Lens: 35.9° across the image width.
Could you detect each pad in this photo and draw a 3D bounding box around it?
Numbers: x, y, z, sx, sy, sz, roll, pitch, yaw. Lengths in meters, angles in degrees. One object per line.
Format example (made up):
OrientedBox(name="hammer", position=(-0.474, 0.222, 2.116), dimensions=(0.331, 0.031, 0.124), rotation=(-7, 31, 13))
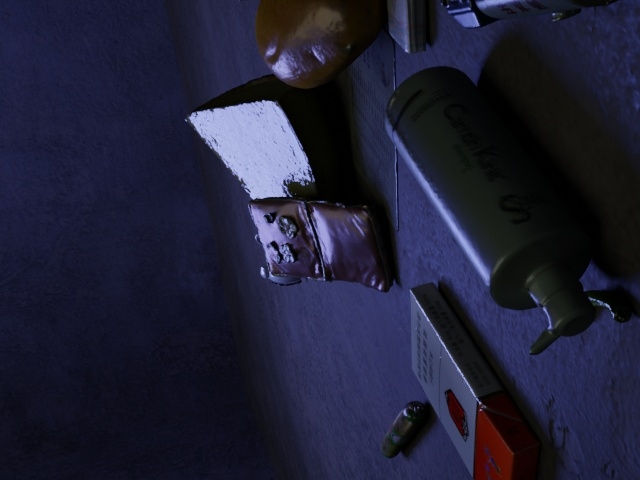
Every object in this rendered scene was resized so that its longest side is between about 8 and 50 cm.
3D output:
OrientedBox(name="pad", position=(0.056, -0.153, 1.157), dimensions=(0.160, 0.009, 0.265), rotation=(-119, 17, -47))

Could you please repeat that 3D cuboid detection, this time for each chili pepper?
OrientedBox(name="chili pepper", position=(0.200, 0.050, 0.718), dimensions=(0.083, 0.017, 0.030), rotation=(178, 75, -77))

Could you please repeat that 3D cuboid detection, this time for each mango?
OrientedBox(name="mango", position=(0.002, -0.233, 1.044), dimensions=(0.227, 0.109, 0.147), rotation=(26, 99, 65))

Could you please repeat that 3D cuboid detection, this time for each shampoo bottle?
OrientedBox(name="shampoo bottle", position=(0.134, -0.030, 0.759), dimensions=(0.085, 0.085, 0.262), rotation=(86, 164, -45))

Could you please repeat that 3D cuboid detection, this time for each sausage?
OrientedBox(name="sausage", position=(0.112, 0.265, 1.371), dimensions=(0.269, 0.032, 0.033), rotation=(102, 151, -66))

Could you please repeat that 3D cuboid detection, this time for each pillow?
OrientedBox(name="pillow", position=(0.000, 0.000, 1.308), dimensions=(0.232, 0.043, 0.126), rotation=(7, 126, 46))

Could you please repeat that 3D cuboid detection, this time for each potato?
OrientedBox(name="potato", position=(-0.043, -0.101, 1.403), dimensions=(0.269, 0.112, 0.255), rotation=(5, 125, 56))

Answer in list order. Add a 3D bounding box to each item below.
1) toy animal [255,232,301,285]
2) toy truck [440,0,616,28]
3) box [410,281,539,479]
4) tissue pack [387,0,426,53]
OrientedBox(name="toy animal", position=(-0.075, 0.019, 1.848), dimensions=(0.071, 0.085, 0.124), rotation=(-91, -1, -59))
OrientedBox(name="toy truck", position=(0.134, -0.182, 0.619), dimensions=(0.088, 0.074, 0.201), rotation=(68, 170, -14))
OrientedBox(name="box", position=(0.156, 0.171, 1.045), dimensions=(0.245, 0.035, 0.139), rotation=(-117, 17, -46))
OrientedBox(name="tissue pack", position=(0.078, -0.232, 0.912), dimensions=(0.056, 0.023, 0.108), rotation=(-121, 20, -53))
